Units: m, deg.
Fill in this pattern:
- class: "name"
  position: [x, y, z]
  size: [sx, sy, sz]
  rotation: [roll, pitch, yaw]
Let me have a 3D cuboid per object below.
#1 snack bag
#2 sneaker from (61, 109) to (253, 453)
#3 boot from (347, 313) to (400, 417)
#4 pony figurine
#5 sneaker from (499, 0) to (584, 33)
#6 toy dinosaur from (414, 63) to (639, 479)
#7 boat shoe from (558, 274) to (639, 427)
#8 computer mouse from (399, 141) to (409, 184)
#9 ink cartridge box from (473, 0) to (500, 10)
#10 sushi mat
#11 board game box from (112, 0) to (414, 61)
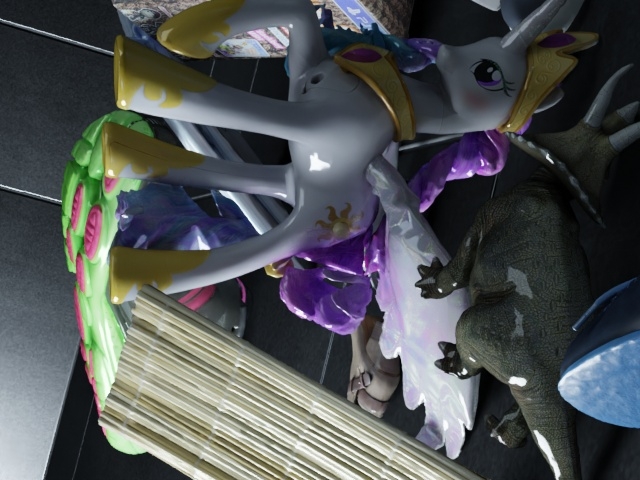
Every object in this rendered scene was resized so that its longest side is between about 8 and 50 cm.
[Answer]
- class: "snack bag"
  position: [-0.127, -0.124, 1.738]
  size: [0.037, 0.323, 0.342]
  rotation: [-35, 23, 4]
- class: "sneaker"
  position: [-0.183, 0.039, 1.724]
  size: [0.483, 0.202, 0.185]
  rotation: [91, 160, -44]
- class: "boot"
  position: [0.041, 0.113, 1.364]
  size: [0.118, 0.042, 0.087]
  rotation: [-162, 85, -74]
- class: "pony figurine"
  position: [0.017, -0.038, 1.161]
  size: [0.303, 0.363, 0.351]
  rotation: [-109, 21, -50]
- class: "sneaker"
  position: [0.166, -0.321, 1.201]
  size: [0.126, 0.127, 0.321]
  rotation: [165, 118, -70]
- class: "toy dinosaur"
  position: [0.135, 0.044, 0.981]
  size: [0.160, 0.121, 0.313]
  rotation: [117, 166, -62]
- class: "boat shoe"
  position: [0.229, 0.022, 0.766]
  size: [0.258, 0.109, 0.089]
  rotation: [-31, 36, 44]
- class: "computer mouse"
  position: [0.057, -0.073, 1.478]
  size: [0.242, 0.041, 0.071]
  rotation: [-97, 28, -51]
- class: "ink cartridge box"
  position: [0.093, -0.296, 1.358]
  size: [0.086, 0.148, 0.203]
  rotation: [-62, 19, 16]
- class: "sushi mat"
  position: [-0.018, 0.161, 1.094]
  size: [0.019, 0.316, 0.151]
  rotation: [-41, -25, -53]
- class: "board game box"
  position: [-0.045, -0.329, 1.594]
  size: [0.291, 0.141, 0.232]
  rotation: [1, 71, 29]
